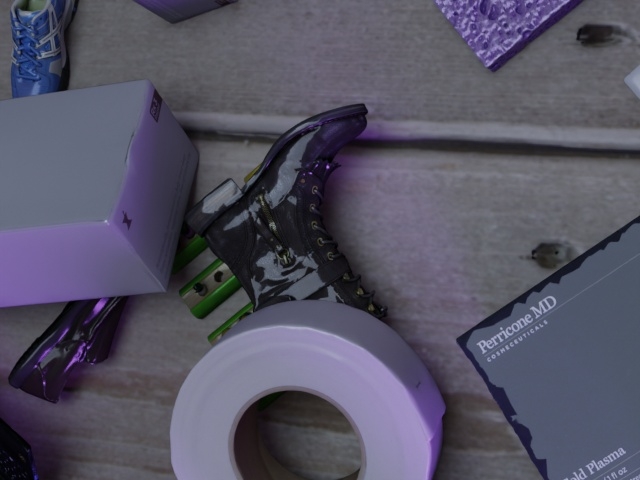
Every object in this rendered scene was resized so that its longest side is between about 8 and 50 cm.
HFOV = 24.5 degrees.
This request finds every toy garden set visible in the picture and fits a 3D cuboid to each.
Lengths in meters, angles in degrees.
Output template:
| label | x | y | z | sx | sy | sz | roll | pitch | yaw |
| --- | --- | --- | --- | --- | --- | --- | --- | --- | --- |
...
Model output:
| label | x | y | z | sx | sy | sz | roll | pitch | yaw |
| --- | --- | --- | --- | --- | --- | --- | --- | --- | --- |
| toy garden set | -0.067 | 0.039 | 1.707 | 0.204 | 0.049 | 0.244 | -39 | 70 | 12 |

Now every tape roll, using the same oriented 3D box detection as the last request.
| label | x | y | z | sx | sy | sz | roll | pitch | yaw |
| --- | --- | --- | --- | --- | --- | --- | --- | --- | --- |
| tape roll | -0.013 | 0.210 | 1.578 | 0.286 | 0.100 | 0.286 | 3 | 104 | 13 |

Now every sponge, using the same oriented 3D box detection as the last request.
| label | x | y | z | sx | sy | sz | roll | pitch | yaw |
| --- | --- | --- | --- | --- | --- | --- | --- | --- | --- |
| sponge | 0.237 | -0.297 | 1.643 | 0.210 | 0.031 | 0.117 | -39 | 70 | 13 |

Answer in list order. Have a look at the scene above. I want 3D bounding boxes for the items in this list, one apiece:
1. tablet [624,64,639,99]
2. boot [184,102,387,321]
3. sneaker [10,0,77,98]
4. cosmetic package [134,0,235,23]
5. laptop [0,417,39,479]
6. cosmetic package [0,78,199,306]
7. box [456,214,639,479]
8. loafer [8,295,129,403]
| label | x | y | z | sx | sy | sz | roll | pitch | yaw |
| --- | --- | --- | --- | --- | --- | --- | --- | --- | --- |
| tablet | 0.372 | -0.161 | 1.582 | 0.054 | 0.006 | 0.083 | -41 | 69 | 12 |
| boot | 0.000 | 0.000 | 1.640 | 0.263 | 0.091 | 0.229 | -38 | 84 | 7 |
| sneaker | -0.363 | -0.252 | 1.853 | 0.080 | 0.081 | 0.211 | 2 | 85 | 21 |
| cosmetic package | -0.186 | -0.397 | 1.780 | 0.107 | 0.127 | 0.238 | -14 | 75 | 19 |
| laptop | -0.458 | 0.282 | 1.781 | 0.234 | 0.264 | 0.136 | 38 | 60 | 22 |
| cosmetic package | -0.358 | -0.046 | 1.743 | 0.385 | 0.156 | 0.217 | -3 | 53 | 21 |
| box | 0.370 | 0.139 | 1.445 | 0.343 | 0.179 | 0.312 | -35 | 73 | 14 |
| loafer | -0.280 | 0.109 | 1.779 | 0.078 | 0.080 | 0.220 | 42 | 99 | -11 |
